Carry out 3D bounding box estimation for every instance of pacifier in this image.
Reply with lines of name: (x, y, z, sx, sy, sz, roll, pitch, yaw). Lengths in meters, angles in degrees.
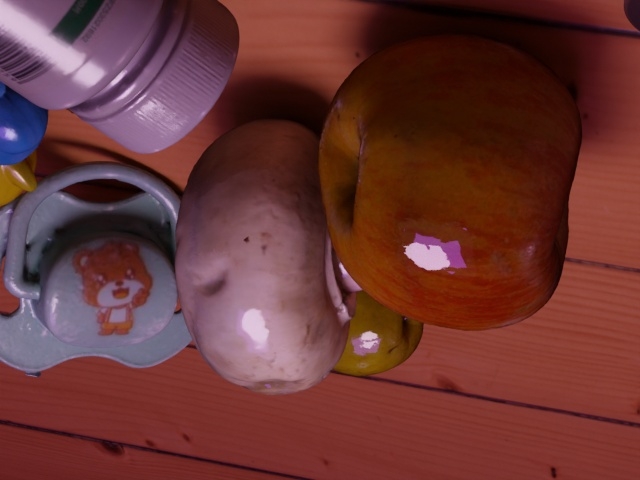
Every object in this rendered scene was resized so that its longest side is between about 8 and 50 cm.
pacifier: (-0.304, 0.020, 2.358, 0.343, 0.288, 0.269, 1, -162, -29)

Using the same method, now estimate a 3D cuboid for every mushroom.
mushroom: (-0.035, -0.010, 2.077, 0.315, 0.356, 0.315, 35, 173, 5)

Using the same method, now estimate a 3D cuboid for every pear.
pear: (0.055, 0.101, 2.365, 0.162, 0.149, 0.149, -1, 150, 41)

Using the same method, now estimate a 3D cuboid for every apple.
apple: (0.123, -0.062, 1.855, 0.301, 0.301, 0.301, 12, 154, 6)

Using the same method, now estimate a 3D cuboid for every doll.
doll: (-0.407, -0.128, 2.142, 0.199, 0.145, 0.363, 39, 158, -4)

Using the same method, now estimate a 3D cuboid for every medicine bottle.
medicine bottle: (-0.256, -0.241, 1.782, 0.208, 0.208, 0.339, -14, 142, 44)

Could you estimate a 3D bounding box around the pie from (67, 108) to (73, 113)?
pie: (-0.234, -0.192, 2.020, 0.193, 0.079, 0.163, 22, 146, -4)

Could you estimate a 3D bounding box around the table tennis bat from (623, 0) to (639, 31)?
table tennis bat: (0.342, -0.181, 1.693, 0.107, 0.119, 0.170, 23, 154, -17)
